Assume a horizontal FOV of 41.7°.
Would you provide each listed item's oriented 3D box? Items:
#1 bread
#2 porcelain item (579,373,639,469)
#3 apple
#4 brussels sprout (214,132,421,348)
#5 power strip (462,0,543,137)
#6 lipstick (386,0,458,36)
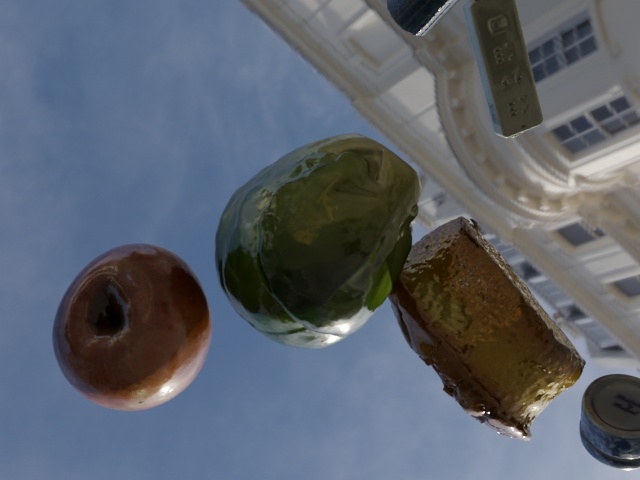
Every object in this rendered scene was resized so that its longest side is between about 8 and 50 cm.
[{"bbox_3d":[0.282,0.153,1.463,0.215,0.398,0.398,-41,-77,11],"label":"bread"},{"bbox_3d":[0.542,0.328,1.513,0.147,0.147,0.114,-43,-40,-34],"label":"porcelain item"},{"bbox_3d":[-0.279,0.134,1.291,0.253,0.253,0.254,10,-110,-30],"label":"apple"},{"bbox_3d":[0.000,0.000,1.321,0.355,0.281,0.289,-48,-56,3],"label":"brussels sprout"},{"bbox_3d":[0.365,-0.363,1.693,0.098,0.058,0.338,-21,-70,-3],"label":"power strip"},{"bbox_3d":[0.146,-0.262,0.720,0.053,0.234,0.054,15,-120,-28],"label":"lipstick"}]
